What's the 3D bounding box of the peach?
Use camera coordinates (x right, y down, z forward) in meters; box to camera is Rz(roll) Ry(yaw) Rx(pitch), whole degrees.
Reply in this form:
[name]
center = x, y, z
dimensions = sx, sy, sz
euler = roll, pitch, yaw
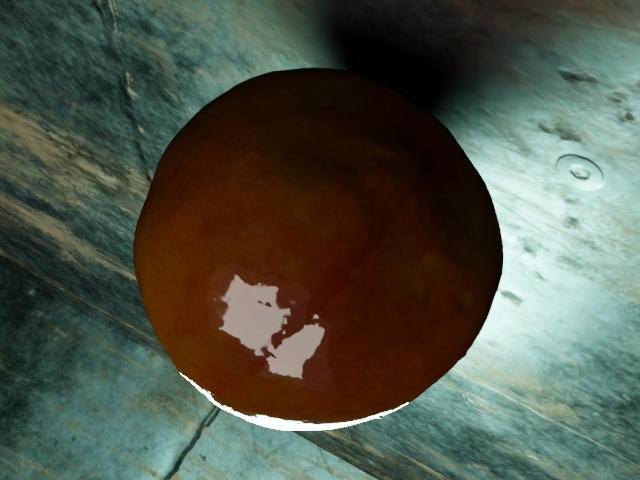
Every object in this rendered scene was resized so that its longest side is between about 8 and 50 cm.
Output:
[peach]
center = 0.000, 0.000, 0.877
dimensions = 0.343, 0.342, 0.302
euler = 40, 137, -13
